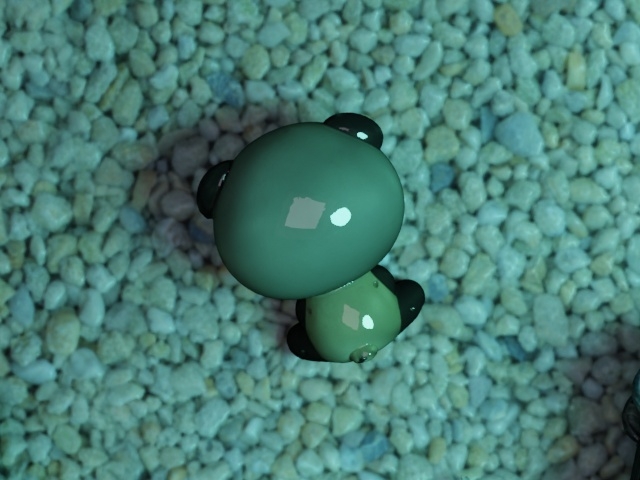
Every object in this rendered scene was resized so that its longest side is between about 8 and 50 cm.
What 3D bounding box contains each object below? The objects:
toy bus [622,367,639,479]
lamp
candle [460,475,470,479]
[{"bbox_3d":[0.369,0.274,1.553,0.201,0.177,0.365,12,76,10],"label":"toy bus"},{"bbox_3d":[0.000,0.000,1.625,0.197,0.198,0.244,-23,111,4],"label":"lamp"},{"bbox_3d":[0.067,0.411,1.587,0.342,0.221,0.221,-41,87,3],"label":"candle"}]
